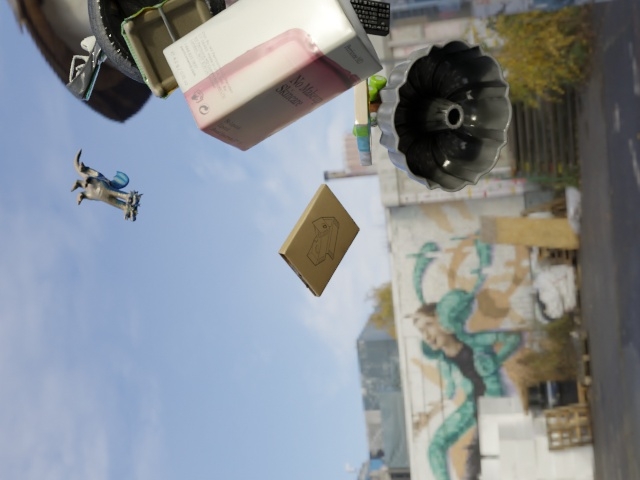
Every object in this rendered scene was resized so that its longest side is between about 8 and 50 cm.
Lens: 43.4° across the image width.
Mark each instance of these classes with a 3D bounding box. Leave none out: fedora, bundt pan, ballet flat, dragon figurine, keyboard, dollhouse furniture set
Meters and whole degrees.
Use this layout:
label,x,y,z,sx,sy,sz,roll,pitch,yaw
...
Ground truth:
label,x,y,z,sx,sy,sz,roll,pitch,yaw
fedora,-0.364,-0.510,1.849,0.152,0.334,0.334,-151,56,-89
bundt pan,0.259,-0.275,1.772,0.124,0.331,0.330,20,122,59
ballet flat,-0.533,-0.425,1.869,0.203,0.074,0.074,-67,-19,-10
dragon figurine,-0.530,-0.132,1.990,0.289,0.144,0.085,43,114,54
keyboard,0.075,-0.511,1.763,0.023,0.180,0.108,-5,86,60
dollhouse furniture set,-0.330,-0.439,1.529,0.197,0.151,0.301,-38,-61,-33

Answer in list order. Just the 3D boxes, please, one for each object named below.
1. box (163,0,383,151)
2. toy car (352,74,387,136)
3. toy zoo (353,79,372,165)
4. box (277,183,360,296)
label,x,y,z,sx,sy,sz,roll,pitch,yaw
box,-0.058,-0.236,1.052,0.126,0.232,0.148,64,-166,13
toy car,0.207,-0.369,2.349,0.149,0.188,0.155,-53,-21,-48
toy zoo,0.101,-0.301,1.901,0.293,0.030,0.192,70,-161,-74
box,0.000,0.000,1.809,0.164,0.021,0.201,52,-121,-38
